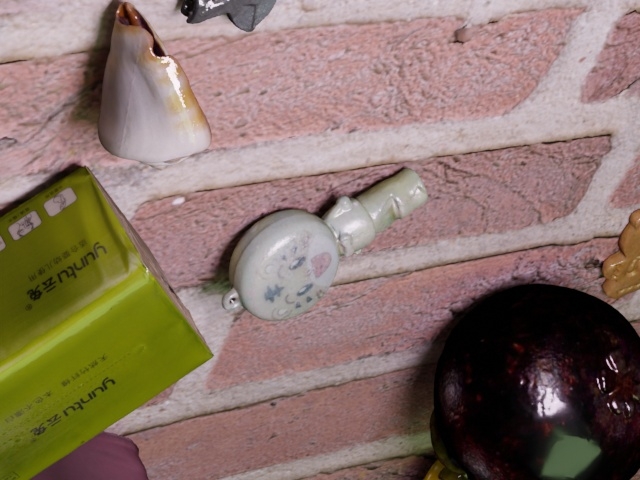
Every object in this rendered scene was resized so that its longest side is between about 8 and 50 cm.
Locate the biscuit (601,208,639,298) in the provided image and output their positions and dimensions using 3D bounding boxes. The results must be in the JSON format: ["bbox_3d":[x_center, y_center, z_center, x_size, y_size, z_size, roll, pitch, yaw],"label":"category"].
[{"bbox_3d":[0.435,0.011,2.411,0.133,0.027,0.184,-9,141,-33],"label":"biscuit"}]

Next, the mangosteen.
[{"bbox_3d":[0.273,0.195,2.294,0.297,0.297,0.313,-25,-169,-14],"label":"mangosteen"}]

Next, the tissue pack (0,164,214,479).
[{"bbox_3d":[-0.273,0.094,1.734,0.275,0.167,0.200,-32,149,-2],"label":"tissue pack"}]

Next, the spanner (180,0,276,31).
[{"bbox_3d":[-0.110,-0.266,1.530,0.093,0.026,0.325,-35,148,-1],"label":"spanner"}]

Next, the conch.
[{"bbox_3d":[-0.145,-0.130,1.618,0.094,0.104,0.176,0,128,-17],"label":"conch"}]

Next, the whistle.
[{"bbox_3d":[0.000,0.000,1.961,0.258,0.067,0.126,-31,137,-13],"label":"whistle"}]

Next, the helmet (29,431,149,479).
[{"bbox_3d":[-0.316,0.372,2.053,0.338,0.197,0.271,-37,151,3],"label":"helmet"}]

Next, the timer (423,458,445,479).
[{"bbox_3d":[0.161,0.353,2.585,0.107,0.109,0.107,-52,157,-33],"label":"timer"}]
